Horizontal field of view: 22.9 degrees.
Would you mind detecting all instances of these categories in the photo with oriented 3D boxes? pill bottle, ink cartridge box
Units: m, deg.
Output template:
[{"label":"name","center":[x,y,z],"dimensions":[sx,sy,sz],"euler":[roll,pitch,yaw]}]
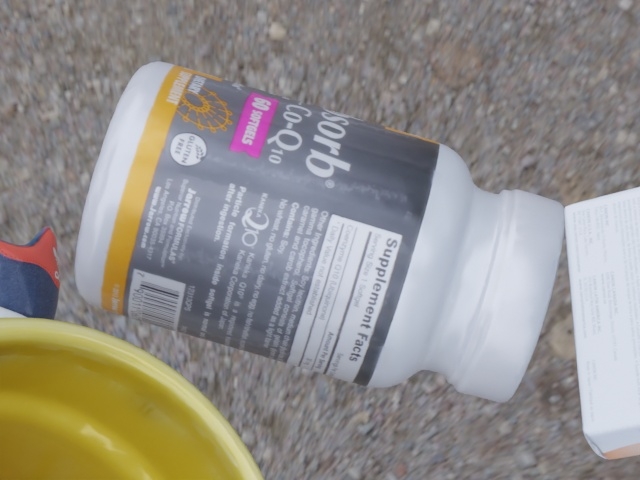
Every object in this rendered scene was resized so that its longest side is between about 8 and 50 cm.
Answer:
[{"label":"pill bottle","center":[0.000,0.000,0.985],"dimensions":[0.278,0.162,0.162],"euler":[16,76,-1]},{"label":"ink cartridge box","center":[0.223,0.029,0.838],"dimensions":[0.179,0.045,0.145],"euler":[-12,57,20]}]

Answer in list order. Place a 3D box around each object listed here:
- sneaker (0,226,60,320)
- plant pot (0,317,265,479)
[{"label":"sneaker","center":[-0.383,0.000,1.308],"dimensions":[0.350,0.131,0.148],"euler":[20,61,-13]},{"label":"plant pot","center":[-0.179,0.198,0.811],"dimensions":[0.254,0.239,0.254],"euler":[16,57,-26]}]
